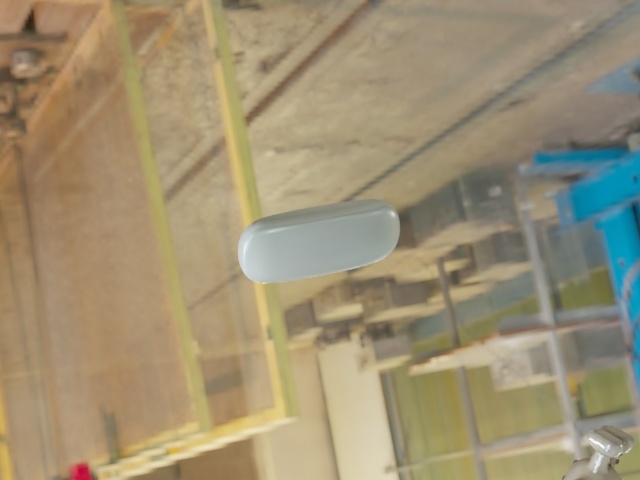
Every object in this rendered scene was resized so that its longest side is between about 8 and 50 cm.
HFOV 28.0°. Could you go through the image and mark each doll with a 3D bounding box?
[{"bbox_3d":[0.348,0.383,1.770,0.119,0.278,0.154,30,-174,28],"label":"doll"}]

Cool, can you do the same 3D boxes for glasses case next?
[{"bbox_3d":[0.000,0.000,1.511,0.204,0.081,0.051,-9,-153,-23],"label":"glasses case"}]
